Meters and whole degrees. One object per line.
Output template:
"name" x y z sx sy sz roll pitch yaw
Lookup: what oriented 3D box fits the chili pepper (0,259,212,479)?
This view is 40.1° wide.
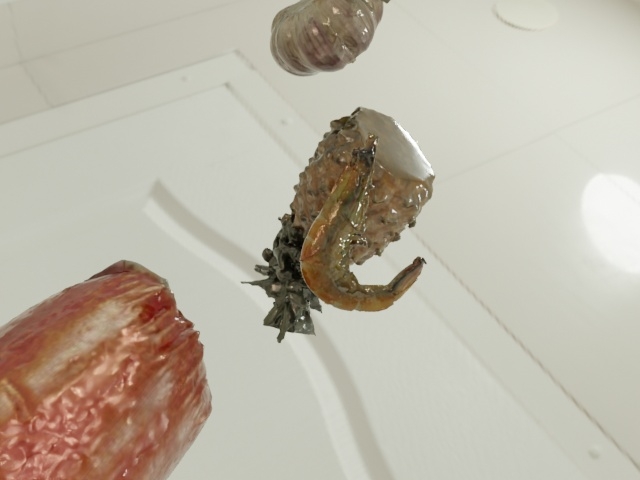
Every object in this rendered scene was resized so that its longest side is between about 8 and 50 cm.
"chili pepper" -0.228 0.185 0.684 0.229 0.305 0.251 47 -42 2

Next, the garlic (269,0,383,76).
"garlic" 0.011 -0.264 1.107 0.159 0.147 0.102 -24 -65 28

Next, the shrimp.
"shrimp" 0.036 -0.011 0.623 0.025 0.091 0.127 -150 -107 -77

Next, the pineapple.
"pineapple" 0.000 0.000 1.113 0.169 0.169 0.340 54 -55 25

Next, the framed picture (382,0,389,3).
"framed picture" 0.121 -0.375 0.864 0.189 0.023 0.260 -42 -150 43
